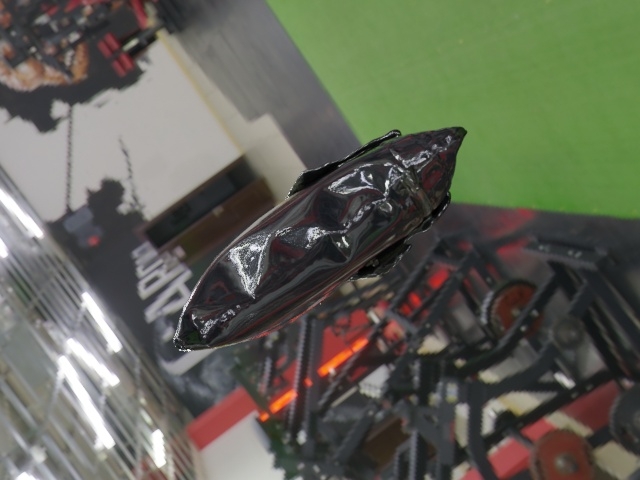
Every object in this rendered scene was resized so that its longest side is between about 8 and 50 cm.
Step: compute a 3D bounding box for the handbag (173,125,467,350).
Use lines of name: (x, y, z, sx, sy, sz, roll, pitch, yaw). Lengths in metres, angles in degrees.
handbag: (0.000, 0.000, 0.710, 0.089, 0.211, 0.254, 53, 179, 1)
